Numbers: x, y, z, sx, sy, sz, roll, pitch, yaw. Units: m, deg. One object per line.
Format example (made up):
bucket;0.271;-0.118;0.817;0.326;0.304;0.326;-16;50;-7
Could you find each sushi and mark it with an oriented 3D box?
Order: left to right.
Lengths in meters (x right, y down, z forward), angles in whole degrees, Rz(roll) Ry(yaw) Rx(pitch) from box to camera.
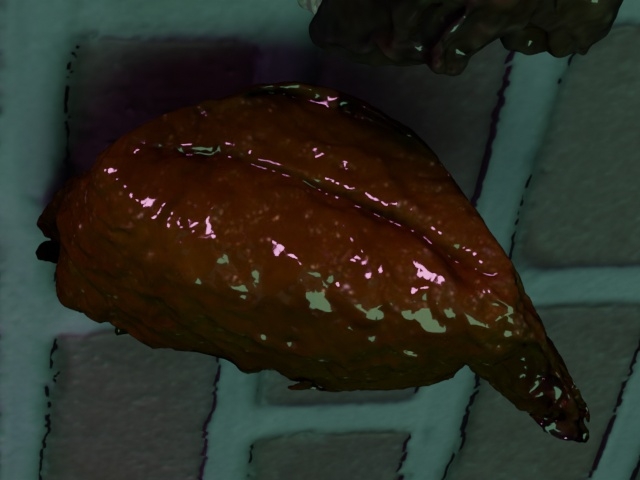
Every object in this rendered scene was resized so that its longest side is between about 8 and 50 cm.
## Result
sushi;0.000;0.000;0.916;0.287;0.149;0.140;12;146;3

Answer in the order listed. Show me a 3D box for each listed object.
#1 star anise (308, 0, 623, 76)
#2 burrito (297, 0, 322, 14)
star anise;0.080;-0.157;0.748;0.236;0.109;0.223;-12;134;-32
burrito;0.012;-0.177;0.799;0.064;0.064;0.203;-6;136;-8
